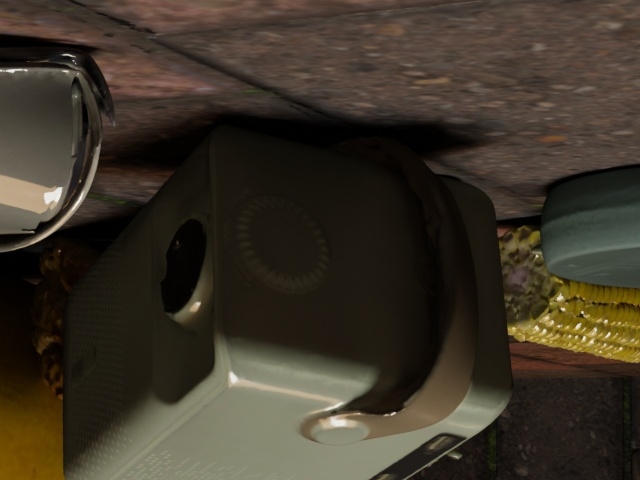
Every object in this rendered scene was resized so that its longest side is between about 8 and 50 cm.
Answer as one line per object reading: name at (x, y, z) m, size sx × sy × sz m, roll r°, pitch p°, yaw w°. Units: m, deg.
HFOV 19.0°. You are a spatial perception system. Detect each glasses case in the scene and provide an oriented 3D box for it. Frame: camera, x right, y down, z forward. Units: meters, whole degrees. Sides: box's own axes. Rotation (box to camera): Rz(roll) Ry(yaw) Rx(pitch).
glasses case at (-0.213, -0.029, 0.911) m, size 0.128 × 0.083 × 0.308 m, roll 4°, pitch 172°, yaw -29°

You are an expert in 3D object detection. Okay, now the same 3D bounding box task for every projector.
projector at (-0.019, 0.050, 1.041) m, size 0.177 × 0.163 × 0.242 m, roll 12°, pitch 149°, yaw -28°

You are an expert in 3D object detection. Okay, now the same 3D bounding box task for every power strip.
power strip at (0.218, -0.007, 1.194) m, size 0.167 × 0.054 × 0.253 m, roll 6°, pitch 171°, yaw -22°

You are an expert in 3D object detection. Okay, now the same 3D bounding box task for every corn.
corn at (0.206, 0.040, 1.412) m, size 0.093 × 0.093 × 0.244 m, roll -5°, pitch 171°, yaw 34°

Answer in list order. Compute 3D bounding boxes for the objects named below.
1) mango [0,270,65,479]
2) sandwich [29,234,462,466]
mango at (-0.300, 0.134, 1.558) m, size 0.300 × 0.232 × 0.446 m, roll 37°, pitch 180°, yaw 29°
sandwich at (-0.024, 0.079, 1.406) m, size 0.325 × 0.131 × 0.262 m, roll 5°, pitch -172°, yaw -27°
